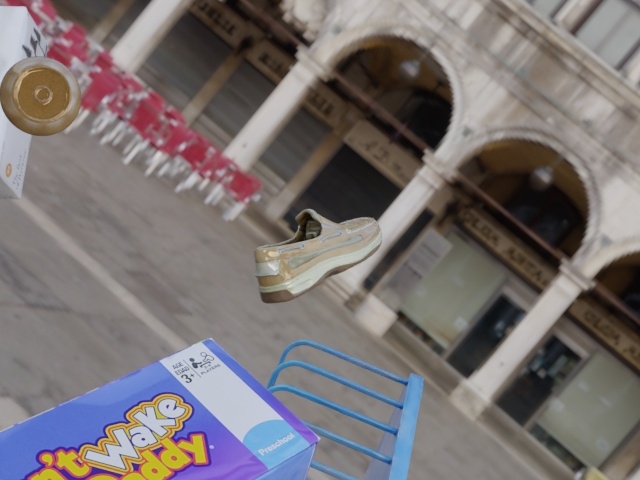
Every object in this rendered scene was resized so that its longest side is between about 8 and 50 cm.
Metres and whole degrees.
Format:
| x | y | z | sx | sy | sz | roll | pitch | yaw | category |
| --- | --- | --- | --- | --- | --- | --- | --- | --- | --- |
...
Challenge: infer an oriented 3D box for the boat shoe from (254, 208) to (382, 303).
| x | y | z | sx | sy | sz | roll | pitch | yaw | category |
| --- | --- | --- | --- | --- | --- | --- | --- | --- | --- |
| 0.000 | 0.000 | 1.126 | 0.190 | 0.068 | 0.072 | -31 | 107 | -51 | boat shoe |

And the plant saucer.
| x | y | z | sx | sy | sz | roll | pitch | yaw | category |
| --- | --- | --- | --- | --- | --- | --- | --- | --- | --- |
| -0.289 | -0.150 | 1.117 | 0.083 | 0.083 | 0.015 | 39 | -13 | -16 | plant saucer |

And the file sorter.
| x | y | z | sx | sy | sz | roll | pitch | yaw | category |
| --- | --- | --- | --- | --- | --- | --- | --- | --- | --- |
| -0.005 | 0.155 | 0.715 | 0.104 | 0.118 | 0.170 | 23 | 19 | 3 | file sorter |

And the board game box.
| x | y | z | sx | sy | sz | roll | pitch | yaw | category |
| --- | --- | --- | --- | --- | --- | --- | --- | --- | --- |
| -0.144 | 0.233 | 0.503 | 0.233 | 0.347 | 0.078 | -21 | 49 | -42 | board game box |

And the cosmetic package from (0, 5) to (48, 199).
| x | y | z | sx | sy | sz | roll | pitch | yaw | category |
| --- | --- | --- | --- | --- | --- | --- | --- | --- | --- |
| -0.418 | -0.182 | 1.426 | 0.060 | 0.239 | 0.099 | 1 | -20 | 8 | cosmetic package |
